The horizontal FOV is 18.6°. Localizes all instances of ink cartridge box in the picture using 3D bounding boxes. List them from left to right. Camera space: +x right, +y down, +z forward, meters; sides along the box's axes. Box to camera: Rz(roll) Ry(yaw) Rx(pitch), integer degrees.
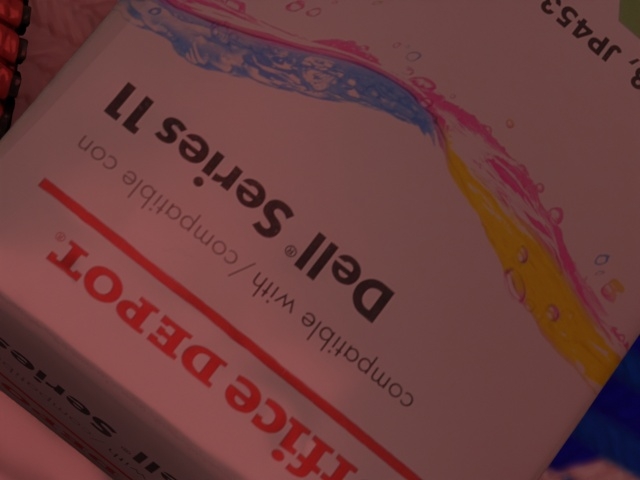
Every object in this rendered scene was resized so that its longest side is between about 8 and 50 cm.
[{"bbox_3d":[0.000,0.000,0.676,0.207,0.119,0.353,38,70,-4],"label":"ink cartridge box"}]

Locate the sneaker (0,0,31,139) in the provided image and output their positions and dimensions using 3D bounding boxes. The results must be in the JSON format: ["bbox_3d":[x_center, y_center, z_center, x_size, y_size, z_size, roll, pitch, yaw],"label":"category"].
[{"bbox_3d":[-0.145,-0.140,0.689,0.093,0.088,0.225,5,75,-12],"label":"sneaker"}]
